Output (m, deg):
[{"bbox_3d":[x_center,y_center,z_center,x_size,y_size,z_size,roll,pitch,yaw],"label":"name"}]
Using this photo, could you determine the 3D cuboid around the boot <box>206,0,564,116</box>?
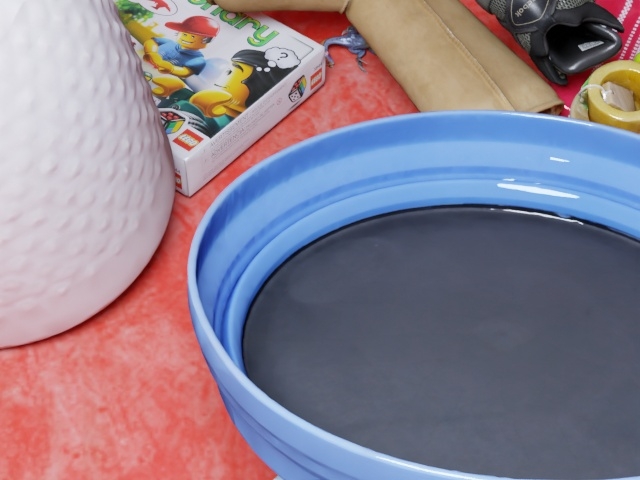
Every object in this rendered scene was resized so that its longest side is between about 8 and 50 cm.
[{"bbox_3d":[0.057,-0.176,1.031,0.236,0.089,0.269,-28,73,-29],"label":"boot"}]

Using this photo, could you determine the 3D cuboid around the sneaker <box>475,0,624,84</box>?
[{"bbox_3d":[0.220,-0.203,1.084,0.130,0.087,0.227,52,19,8],"label":"sneaker"}]

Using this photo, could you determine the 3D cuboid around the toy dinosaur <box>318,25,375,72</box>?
[{"bbox_3d":[0.040,-0.189,1.136,0.082,0.047,0.090,2,16,10],"label":"toy dinosaur"}]

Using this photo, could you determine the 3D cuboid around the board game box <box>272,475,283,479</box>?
[{"bbox_3d":[0.014,0.227,0.705,0.144,0.142,0.275,37,58,27],"label":"board game box"}]

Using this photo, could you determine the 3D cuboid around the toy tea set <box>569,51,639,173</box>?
[{"bbox_3d":[0.288,-0.082,0.966,0.200,0.124,0.336,18,60,13],"label":"toy tea set"}]

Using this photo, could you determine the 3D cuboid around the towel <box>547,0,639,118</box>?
[{"bbox_3d":[0.362,-0.140,1.104,0.274,0.031,0.199,23,54,16],"label":"towel"}]

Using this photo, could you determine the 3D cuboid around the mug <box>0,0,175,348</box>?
[{"bbox_3d":[-0.292,-0.077,0.804,0.276,0.328,0.374,23,65,18],"label":"mug"}]

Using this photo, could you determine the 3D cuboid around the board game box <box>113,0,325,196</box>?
[{"bbox_3d":[-0.173,-0.180,1.095,0.305,0.053,0.193,32,55,22],"label":"board game box"}]

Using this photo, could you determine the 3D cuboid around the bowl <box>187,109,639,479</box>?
[{"bbox_3d":[0.114,0.040,0.727,0.391,0.077,0.391,0,33,0],"label":"bowl"}]
